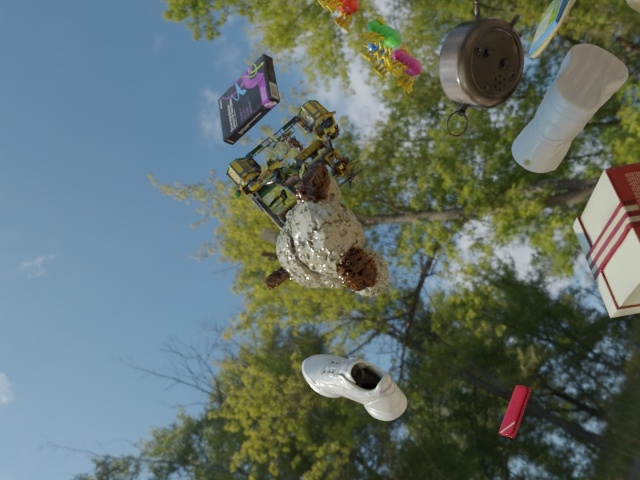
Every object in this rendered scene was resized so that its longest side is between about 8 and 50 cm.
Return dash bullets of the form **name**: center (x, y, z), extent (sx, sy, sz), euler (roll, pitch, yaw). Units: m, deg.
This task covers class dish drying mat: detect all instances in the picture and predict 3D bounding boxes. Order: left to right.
- **dish drying mat**: center (0.305, 0.267, 0.856), extent (0.008, 0.032, 0.083), euler (34, -111, -16)

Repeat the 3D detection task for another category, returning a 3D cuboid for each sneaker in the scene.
- **sneaker**: center (0.069, 0.323, 1.333), extent (0.114, 0.305, 0.152), euler (-50, -48, -30)
- **sneaker**: center (0.419, -0.225, 0.944), extent (0.292, 0.108, 0.169), euler (-39, -18, -39)

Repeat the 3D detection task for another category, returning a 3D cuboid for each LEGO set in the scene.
- **LEGO set**: center (-0.038, -0.147, 1.298), extent (0.331, 0.192, 0.255), euler (-37, -25, -13)

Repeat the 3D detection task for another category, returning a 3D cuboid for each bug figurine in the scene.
- **bug figurine**: center (0.120, -0.429, 1.163), extent (0.072, 0.216, 0.279), euler (-47, -33, 10)

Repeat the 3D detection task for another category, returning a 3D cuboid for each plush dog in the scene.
- **plush dog**: center (0.000, 0.000, 0.947), extent (0.210, 0.263, 0.225), euler (-28, -10, -18)

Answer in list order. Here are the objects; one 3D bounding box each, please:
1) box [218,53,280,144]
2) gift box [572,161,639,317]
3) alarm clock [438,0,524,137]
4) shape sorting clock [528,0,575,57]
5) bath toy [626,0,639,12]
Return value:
- **box**: center (-0.150, -0.286, 1.114), extent (0.029, 0.162, 0.116), euler (14, -126, -41)
- **gift box**: center (0.686, 0.005, 1.064), extent (0.258, 0.276, 0.255), euler (76, -169, -60)
- **alarm clock**: center (0.236, -0.245, 0.814), extent (0.129, 0.064, 0.192), euler (20, -83, -30)
- **shape sorting clock**: center (0.605, -0.568, 1.405), extent (0.206, 0.040, 0.206), euler (23, -90, -90)
- **bath toy**: center (0.492, -0.465, 0.867), extent (0.129, 0.348, 0.151), euler (7, -56, -55)
